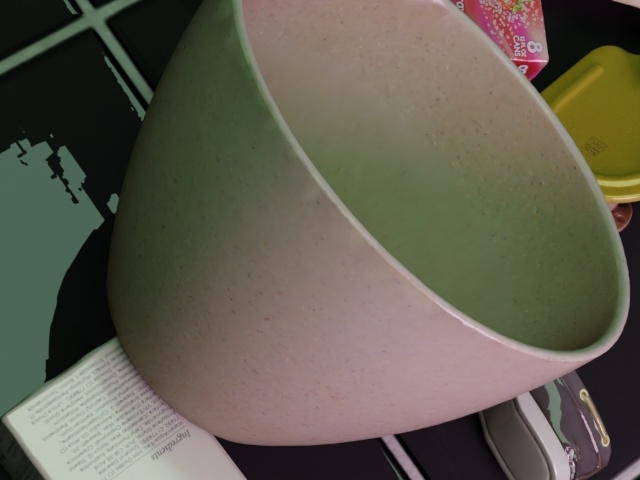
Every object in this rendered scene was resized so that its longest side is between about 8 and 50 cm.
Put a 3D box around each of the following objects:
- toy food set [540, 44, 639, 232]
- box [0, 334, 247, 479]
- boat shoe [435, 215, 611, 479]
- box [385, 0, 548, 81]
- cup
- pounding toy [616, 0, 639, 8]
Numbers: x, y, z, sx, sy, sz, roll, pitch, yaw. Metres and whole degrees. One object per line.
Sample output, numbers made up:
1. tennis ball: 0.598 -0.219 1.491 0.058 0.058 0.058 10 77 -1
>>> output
1. toy food set: 0.219 -0.065 1.399 0.218 0.071 0.128 -37 61 -26
2. box: -0.091 0.202 1.191 0.113 0.094 0.275 -34 84 -24
3. boat shoe: 0.132 0.073 1.315 0.068 0.081 0.228 -20 80 -31
4. box: 0.079 -0.228 1.377 0.128 0.122 0.257 1 71 -17
5. cup: 0.000 0.000 1.173 0.331 0.237 0.331 33 33 -25
6. pounding toy: 0.276 -0.241 1.393 0.269 0.154 0.155 20 24 -8
